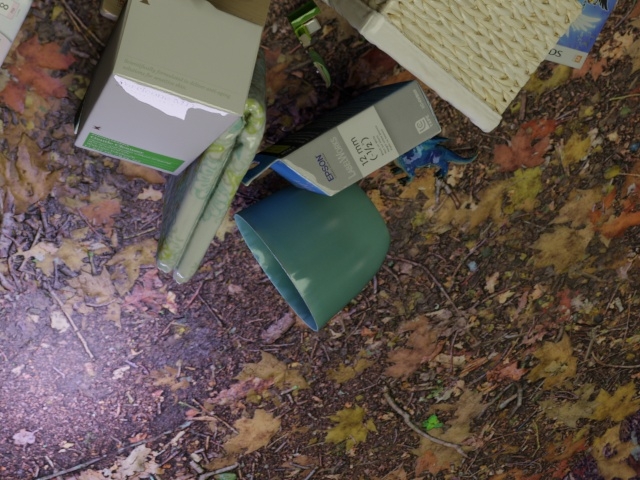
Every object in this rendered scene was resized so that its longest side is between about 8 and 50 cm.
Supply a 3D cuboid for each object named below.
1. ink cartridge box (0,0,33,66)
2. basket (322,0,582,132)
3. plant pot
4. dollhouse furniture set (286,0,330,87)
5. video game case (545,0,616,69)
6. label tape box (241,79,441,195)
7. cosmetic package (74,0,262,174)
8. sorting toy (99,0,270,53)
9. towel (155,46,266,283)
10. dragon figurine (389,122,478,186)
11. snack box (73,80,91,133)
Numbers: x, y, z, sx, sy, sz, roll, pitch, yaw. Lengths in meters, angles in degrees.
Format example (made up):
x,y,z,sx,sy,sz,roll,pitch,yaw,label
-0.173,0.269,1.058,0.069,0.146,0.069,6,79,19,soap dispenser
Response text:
x,y,z,sx,sy,sz,roll,pitch,yaw,label
-0.616,-0.375,1.312,0.232,0.066,0.189,21,116,-35,ink cartridge box
0.202,-0.421,1.393,0.331,0.328,0.266,28,108,-33,basket
0.000,0.000,1.669,0.235,0.293,0.293,-36,130,-11,plant pot
-0.003,-0.370,1.514,0.058,0.076,0.151,-30,128,5,dollhouse furniture set
0.473,-0.494,1.598,0.244,0.061,0.269,7,122,-25,video game case
0.014,-0.160,1.480,0.348,0.249,0.115,-33,103,-8,label tape box
-0.251,-0.237,1.264,0.197,0.365,0.155,16,76,-20,cosmetic package
-0.211,-0.434,1.321,0.257,0.089,0.255,17,81,-27,sorting toy
-0.192,-0.147,1.457,0.090,0.320,0.374,20,117,-19,towel
0.223,-0.202,1.711,0.289,0.085,0.144,-8,128,-12,dragon figurine
-0.300,-0.306,1.466,0.187,0.060,0.322,20,117,-28,snack box
